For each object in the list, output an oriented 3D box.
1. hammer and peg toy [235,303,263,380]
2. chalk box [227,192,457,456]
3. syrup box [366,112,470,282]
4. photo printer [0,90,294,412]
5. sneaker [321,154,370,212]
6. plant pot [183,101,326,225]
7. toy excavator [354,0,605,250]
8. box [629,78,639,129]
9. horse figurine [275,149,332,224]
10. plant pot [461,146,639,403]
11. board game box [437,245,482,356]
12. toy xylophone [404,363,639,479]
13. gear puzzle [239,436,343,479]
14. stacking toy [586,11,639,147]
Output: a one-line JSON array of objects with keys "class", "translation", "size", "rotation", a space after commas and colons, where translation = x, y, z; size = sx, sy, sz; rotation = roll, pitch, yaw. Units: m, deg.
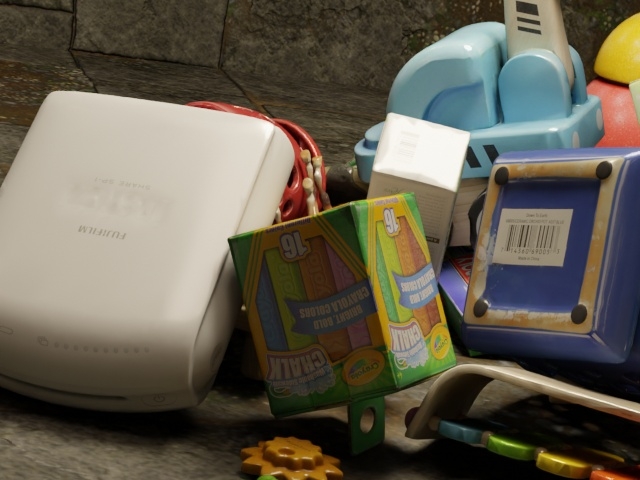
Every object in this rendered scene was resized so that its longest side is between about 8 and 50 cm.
[{"class": "hammer and peg toy", "translation": [-0.054, 0.053, 1.709], "size": [0.361, 0.127, 0.266], "rotation": [13, 12, 15]}, {"class": "chalk box", "translation": [0.027, 0.078, 1.479], "size": [0.132, 0.213, 0.132], "rotation": [-16, -1, 28]}, {"class": "syrup box", "translation": [0.096, -0.018, 1.848], "size": [0.096, 0.237, 0.093], "rotation": [14, 50, 4]}, {"class": "photo printer", "translation": [-0.185, 0.013, 1.530], "size": [0.256, 0.107, 0.308], "rotation": [10, 55, 14]}, {"class": "sneaker", "translation": [0.102, -0.108, 2.286], "size": [0.158, 0.182, 0.410], "rotation": [11, 4, 23]}, {"class": "plant pot", "translation": [-0.098, -0.070, 2.079], "size": [0.191, 0.191, 0.174], "rotation": [19, 10, 38]}, {"class": "toy excavator", "translation": [0.228, -0.206, 1.956], "size": [0.432, 0.445, 0.222], "rotation": [-4, 17, 26]}, {"class": "box", "translation": [0.524, -0.059, 2.189], "size": [0.232, 0.322, 0.058], "rotation": [-4, -13, -44]}, {"class": "horse figurine", "translation": [0.000, 0.000, 1.964], "size": [0.066, 0.175, 0.263], "rotation": [-12, 17, 13]}, {"class": "plant pot", "translation": [0.277, 0.027, 1.624], "size": [0.212, 0.236, 0.236], "rotation": [18, -11, -39]}, {"class": "board game box", "translation": [0.244, 0.048, 1.970], "size": [0.213, 0.046, 0.317], "rotation": [-11, 15, -4]}, {"class": "toy xylophone", "translation": [0.250, 0.177, 1.469], "size": [0.322, 0.081, 0.236], "rotation": [16, 2, 33]}, {"class": "gear puzzle", "translation": [0.010, 0.209, 1.261], "size": [0.175, 0.044, 0.339], "rotation": [6, 13, -12]}, {"class": "stacking toy", "translation": [0.498, -0.208, 2.405], "size": [0.350, 0.480, 0.350], "rotation": [9, 13, -2]}]
